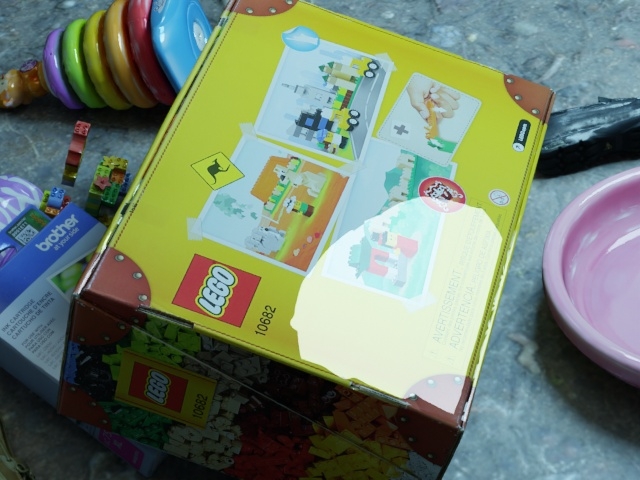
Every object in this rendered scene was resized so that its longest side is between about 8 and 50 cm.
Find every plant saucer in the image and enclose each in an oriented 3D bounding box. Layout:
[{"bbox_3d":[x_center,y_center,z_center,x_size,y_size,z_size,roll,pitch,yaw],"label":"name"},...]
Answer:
[{"bbox_3d":[0.400,0.050,1.661,0.332,0.084,0.332,-3,44,3],"label":"plant saucer"}]

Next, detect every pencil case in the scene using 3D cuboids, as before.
[{"bbox_3d":[-0.386,0.013,1.798,0.088,0.086,0.206,11,46,17],"label":"pencil case"}]

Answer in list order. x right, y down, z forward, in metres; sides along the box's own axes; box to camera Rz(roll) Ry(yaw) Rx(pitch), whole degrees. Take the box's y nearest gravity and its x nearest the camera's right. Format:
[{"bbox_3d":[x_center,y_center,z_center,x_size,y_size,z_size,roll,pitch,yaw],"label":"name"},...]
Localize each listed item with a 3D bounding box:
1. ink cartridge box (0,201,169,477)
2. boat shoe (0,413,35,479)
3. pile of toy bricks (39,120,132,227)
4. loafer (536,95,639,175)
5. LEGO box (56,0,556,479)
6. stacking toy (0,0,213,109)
[{"bbox_3d":[-0.240,0.085,1.653,0.311,0.065,0.186,34,54,12],"label":"ink cartridge box"},{"bbox_3d":[-0.316,0.223,1.594,0.048,0.056,0.153,-32,41,-18],"label":"boat shoe"},{"bbox_3d":[-0.257,-0.045,1.797,0.118,0.105,0.212,15,51,-7],"label":"pile of toy bricks"},{"bbox_3d":[0.350,-0.142,1.873,0.223,0.076,0.078,-14,52,-2],"label":"loafer"},{"bbox_3d":[0.000,0.000,1.619,0.372,0.193,0.500,20,47,2],"label":"LEGO box"},{"bbox_3d":[-0.290,-0.225,2.014,0.301,0.166,0.175,-12,46,16],"label":"stacking toy"}]
